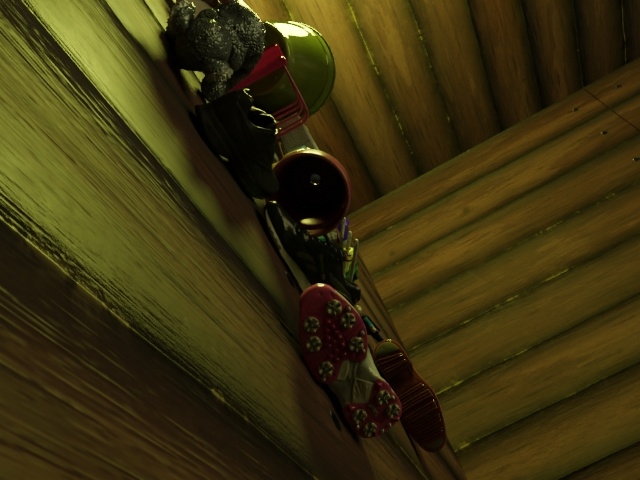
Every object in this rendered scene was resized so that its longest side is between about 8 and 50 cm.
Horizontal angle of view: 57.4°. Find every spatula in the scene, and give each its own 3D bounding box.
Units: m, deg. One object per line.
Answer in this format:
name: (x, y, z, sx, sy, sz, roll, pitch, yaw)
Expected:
spatula: (0.067, 0.064, 1.680, 0.168, 0.019, 0.242, -113, -156, -53)

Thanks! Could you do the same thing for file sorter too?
file sorter: (-0.156, -0.393, 1.600, 0.182, 0.202, 0.290, 60, 6, -25)

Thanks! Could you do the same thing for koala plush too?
koala plush: (-0.228, -0.407, 1.208, 0.196, 0.203, 0.221, 60, 18, -9)

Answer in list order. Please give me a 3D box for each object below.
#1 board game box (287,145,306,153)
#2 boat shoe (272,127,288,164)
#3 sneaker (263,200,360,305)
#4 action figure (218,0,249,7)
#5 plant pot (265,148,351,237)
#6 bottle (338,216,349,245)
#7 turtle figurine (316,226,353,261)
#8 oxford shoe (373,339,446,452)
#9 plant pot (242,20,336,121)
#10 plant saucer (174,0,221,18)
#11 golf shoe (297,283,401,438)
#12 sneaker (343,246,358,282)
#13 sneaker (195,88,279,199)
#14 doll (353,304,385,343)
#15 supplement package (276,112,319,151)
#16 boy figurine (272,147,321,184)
board game box: (-0.056, -0.187, 1.856, 0.160, 0.039, 0.211, -8, -63, 51)
boat shoe: (-0.086, -0.187, 1.756, 0.335, 0.095, 0.112, 58, 7, -33)
sneaker: (-0.013, 0.026, 1.242, 0.283, 0.124, 0.107, 61, 5, -9)
action figure: (-0.384, -0.738, 1.671, 0.370, 0.248, 0.275, 43, 59, -35)
plant pot: (-0.021, -0.126, 1.407, 0.201, 0.201, 0.180, 60, 14, -12)
bottle: (0.032, -0.111, 1.962, 0.118, 0.092, 0.283, -123, -168, -63)
turtle figurine: (0.000, 0.000, 1.584, 0.234, 0.118, 0.175, 44, 18, -54)
oxford shoe: (0.275, 0.463, 1.741, 0.130, 0.123, 0.348, 63, 3, -60)
plant pot: (-0.164, -0.605, 2.027, 0.366, 0.366, 0.353, 62, 17, 0)
plant saucer: (-0.316, -0.584, 1.555, 0.168, 0.029, 0.168, 12, 71, -39)
golf shoe: (0.032, 0.197, 1.007, 0.306, 0.115, 0.140, 66, -7, -22)
sneaker: (0.069, 0.083, 1.941, 0.295, 0.109, 0.123, 11, 78, -88)
sneaker: (-0.133, -0.187, 1.179, 0.109, 0.130, 0.286, 63, 4, 33)
doll: (0.161, 0.282, 1.876, 0.189, 0.046, 0.129, 48, -10, -14)
supplement package: (-0.085, -0.316, 2.107, 0.203, 0.149, 0.194, 62, 6, 8)
boy figurine: (-0.065, -0.173, 1.609, 0.092, 0.177, 0.285, 19, 4, 25)
